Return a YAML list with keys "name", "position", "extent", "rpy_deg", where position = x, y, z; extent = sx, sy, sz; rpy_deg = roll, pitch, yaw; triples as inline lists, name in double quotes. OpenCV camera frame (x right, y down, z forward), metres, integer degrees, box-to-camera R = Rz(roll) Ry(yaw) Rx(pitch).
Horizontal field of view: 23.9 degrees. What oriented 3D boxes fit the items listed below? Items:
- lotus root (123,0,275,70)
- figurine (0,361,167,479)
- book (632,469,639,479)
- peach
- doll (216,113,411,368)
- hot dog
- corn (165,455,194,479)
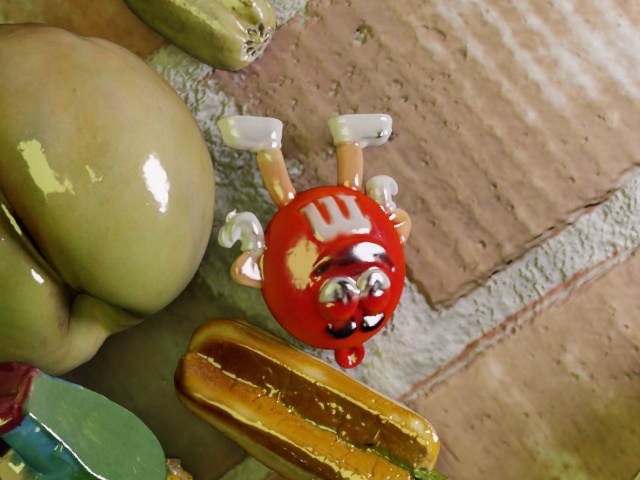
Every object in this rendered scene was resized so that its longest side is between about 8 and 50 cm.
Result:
- name: "lotus root"
  position: [-0.122, -0.221, 1.325]
  extent: [0.183, 0.077, 0.090]
  rpy_deg: [34, 78, 6]
- name: "figurine"
  position: [-0.252, 0.204, 1.208]
  extent: [0.234, 0.185, 0.127]
  rpy_deg: [-31, 42, 34]
- name: "book"
  position: [0.281, 0.238, 1.253]
  extent: [0.077, 0.014, 0.111]
  rpy_deg: [35, 86, 9]
- name: "peach"
  position: [-0.234, -0.037, 1.231]
  extent: [0.292, 0.247, 0.292]
  rpy_deg: [-10, 70, 29]
- name: "doll"
  position: [0.000, 0.000, 1.265]
  extent: [0.183, 0.085, 0.217]
  rpy_deg: [-3, 83, -23]
- name: "hot dog"
  position: [-0.008, 0.154, 1.263]
  extent: [0.250, 0.076, 0.104]
  rpy_deg: [26, 72, 8]
- name: "corn"
  position: [-0.157, 0.278, 1.257]
  extent: [0.068, 0.068, 0.207]
  rpy_deg: [18, 84, 7]
